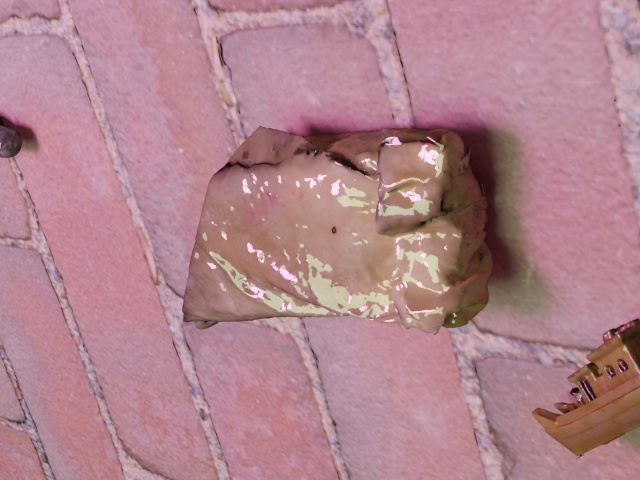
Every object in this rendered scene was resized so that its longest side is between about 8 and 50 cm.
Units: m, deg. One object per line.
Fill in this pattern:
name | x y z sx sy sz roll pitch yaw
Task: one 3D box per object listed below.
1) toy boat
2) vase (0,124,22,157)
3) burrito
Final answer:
toy boat | 0.223 0.096 0.925 0.206 0.064 0.072 -43 69 52
vase | -0.399 -0.120 1.438 0.211 0.060 0.060 13 125 41
burrito | -0.003 -0.013 1.057 0.348 0.107 0.175 -4 98 46
